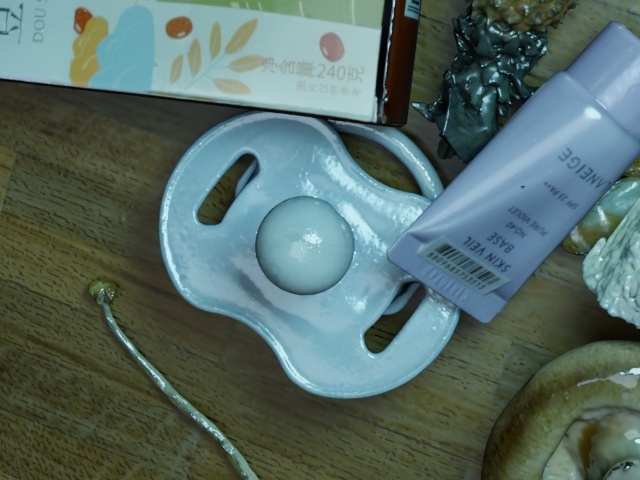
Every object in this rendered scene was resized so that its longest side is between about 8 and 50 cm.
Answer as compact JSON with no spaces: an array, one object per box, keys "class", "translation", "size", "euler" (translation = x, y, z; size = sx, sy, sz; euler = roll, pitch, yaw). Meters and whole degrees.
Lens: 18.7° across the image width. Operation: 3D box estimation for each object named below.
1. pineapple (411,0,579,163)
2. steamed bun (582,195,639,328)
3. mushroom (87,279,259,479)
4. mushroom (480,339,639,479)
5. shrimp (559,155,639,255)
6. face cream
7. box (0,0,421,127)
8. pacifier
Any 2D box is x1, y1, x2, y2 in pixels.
[{"class":"pineapple","translation":[0.153,-0.171,1.654],"size":[0.119,0.111,0.237],"euler":[11,116,-13]},{"class":"steamed bun","translation":[0.360,-0.005,1.589],"size":[0.200,0.170,0.225],"euler":[19,110,-33]},{"class":"mushroom","translation":[-0.129,0.152,1.843],"size":[0.026,0.028,0.286],"euler":[-38,93,-24]},{"class":"mushroom","translation":[0.273,0.203,1.687],"size":[0.278,0.146,0.278],"euler":[1,119,2]},{"class":"shrimp","translation":[0.271,-0.046,1.688],"size":[0.184,0.043,0.091],"euler":[-17,94,18]},{"class":"face cream","translation":[0.187,-0.057,1.642],"size":[0.274,0.154,0.096],"euler":[-49,46,10]},{"class":"box","translation":[-0.100,-0.289,1.659],"size":[0.385,0.122,0.344],"euler":[8,94,12]},{"class":"pacifier","translation":[0.000,0.000,1.674],"size":[0.287,0.226,0.238],"euler":[41,92,1]}]
